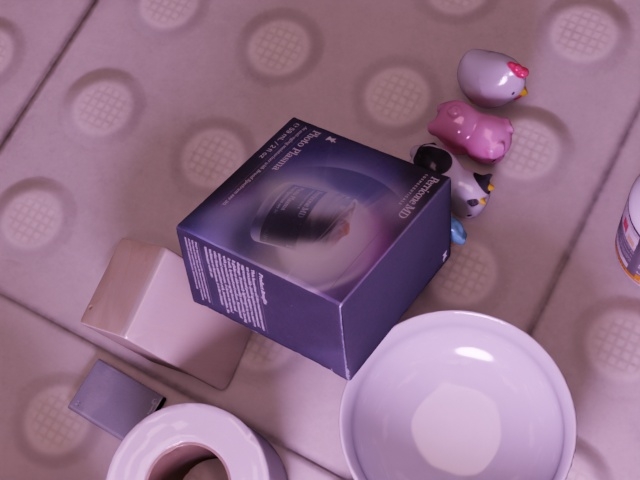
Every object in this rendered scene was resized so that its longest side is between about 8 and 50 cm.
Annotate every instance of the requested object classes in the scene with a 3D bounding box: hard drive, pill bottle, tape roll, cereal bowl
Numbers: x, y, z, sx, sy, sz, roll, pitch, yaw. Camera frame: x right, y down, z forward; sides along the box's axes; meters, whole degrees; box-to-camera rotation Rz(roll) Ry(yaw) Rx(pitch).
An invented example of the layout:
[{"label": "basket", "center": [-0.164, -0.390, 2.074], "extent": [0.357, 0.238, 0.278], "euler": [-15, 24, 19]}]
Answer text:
[{"label": "hard drive", "center": [-0.331, 0.266, 1.659], "extent": [0.135, 0.022, 0.094], "euler": [27, 77, 16]}, {"label": "pill bottle", "center": [0.527, -0.031, 1.490], "extent": [0.162, 0.278, 0.162], "euler": [-3, 71, 9]}, {"label": "tape roll", "center": [-0.178, 0.377, 1.518], "extent": [0.246, 0.169, 0.246], "euler": [-3, 71, 9]}, {"label": "cereal bowl", "center": [0.202, 0.278, 1.507], "extent": [0.339, 0.141, 0.338], "euler": [-3, 71, 8]}]

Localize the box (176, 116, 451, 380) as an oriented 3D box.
[{"label": "box", "center": [0.000, 0.000, 1.517], "extent": [0.294, 0.182, 0.296], "euler": [24, 53, 25]}]

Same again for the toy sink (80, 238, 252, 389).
[{"label": "toy sink", "center": [-0.238, 0.120, 1.623], "extent": [0.131, 0.234, 0.152], "euler": [10, 71, 43]}]

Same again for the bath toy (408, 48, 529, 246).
[{"label": "bath toy", "center": [0.248, -0.161, 1.658], "extent": [0.129, 0.151, 0.348], "euler": [2, 61, 55]}]
